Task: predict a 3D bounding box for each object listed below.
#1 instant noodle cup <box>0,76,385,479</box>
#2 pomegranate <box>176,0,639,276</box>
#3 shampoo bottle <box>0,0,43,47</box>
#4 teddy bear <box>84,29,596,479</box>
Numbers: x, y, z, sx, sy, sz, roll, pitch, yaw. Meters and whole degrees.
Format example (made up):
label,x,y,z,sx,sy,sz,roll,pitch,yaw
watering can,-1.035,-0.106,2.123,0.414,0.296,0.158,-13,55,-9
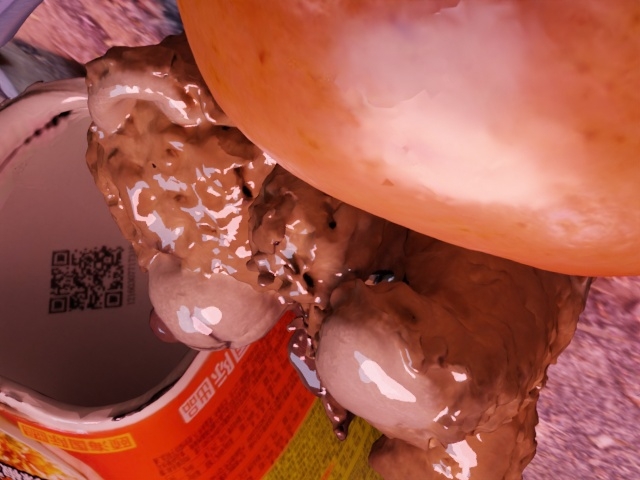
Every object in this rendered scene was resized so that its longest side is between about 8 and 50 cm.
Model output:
label,x,y,z,sx,sy,sz,roll,pitch,yaw
instant noodle cup,-0.104,0.082,1.162,0.294,0.294,0.308,23,154,24
pomegranate,0.067,-0.095,0.459,0.209,0.209,0.209,28,163,10
shampoo bottle,-0.181,-0.142,0.964,0.104,0.061,0.258,35,162,-14
teddy bear,0.000,0.000,0.899,0.256,0.156,0.267,28,168,14
